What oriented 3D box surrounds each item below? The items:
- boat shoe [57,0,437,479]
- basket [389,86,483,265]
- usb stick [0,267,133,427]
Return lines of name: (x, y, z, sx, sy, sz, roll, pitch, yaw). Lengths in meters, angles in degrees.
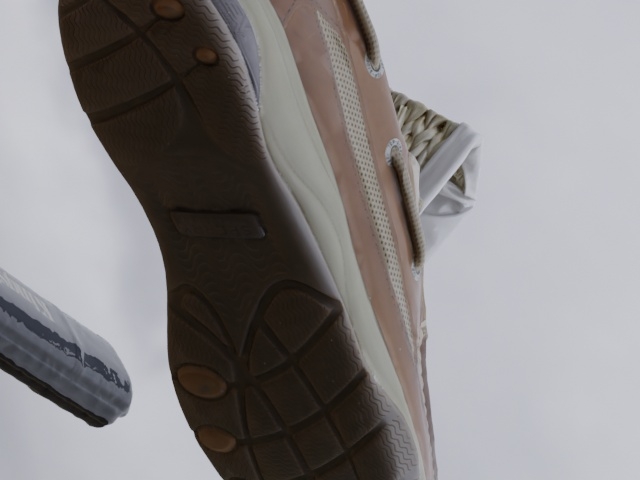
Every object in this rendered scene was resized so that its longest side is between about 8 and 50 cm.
boat shoe: (0.000, 0.000, 0.810, 0.123, 0.116, 0.324, 9, -53, 36)
basket: (0.031, -0.022, 1.423, 0.103, 0.167, 0.113, 34, -21, 16)
usb stick: (-0.206, 0.046, 1.225, 0.278, 0.045, 0.077, 43, 18, -54)
